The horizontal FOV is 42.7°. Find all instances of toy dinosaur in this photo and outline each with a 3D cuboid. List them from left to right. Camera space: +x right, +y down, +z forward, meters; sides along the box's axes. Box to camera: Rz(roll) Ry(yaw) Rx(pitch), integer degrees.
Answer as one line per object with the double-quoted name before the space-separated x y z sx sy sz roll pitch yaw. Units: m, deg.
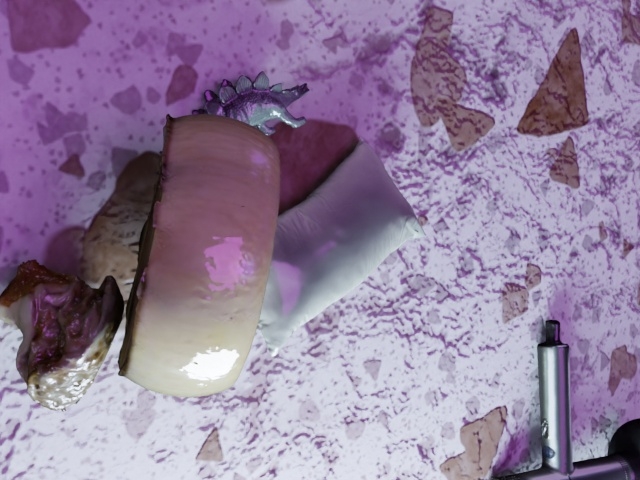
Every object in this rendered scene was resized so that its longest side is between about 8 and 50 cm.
"toy dinosaur" -0.096 -0.128 0.879 0.209 0.039 0.082 -35 115 -24

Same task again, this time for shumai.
"shumai" -0.251 0.081 0.763 0.116 0.145 0.145 23 83 -11

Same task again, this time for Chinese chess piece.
"Chinese chess piece" -0.113 0.013 0.746 0.104 0.257 0.257 10 90 -13

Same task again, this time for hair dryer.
"hair dryer" 0.417 0.282 1.225 0.320 0.156 0.284 7 102 -27

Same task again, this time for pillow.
"pillow" -0.001 0.000 0.941 0.254 0.078 0.144 -37 103 -25
